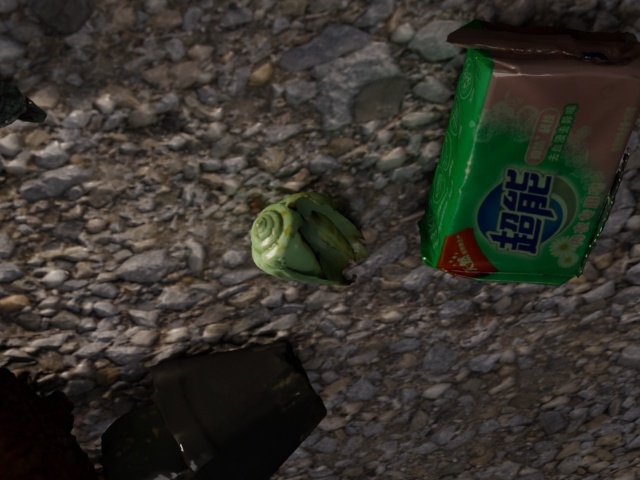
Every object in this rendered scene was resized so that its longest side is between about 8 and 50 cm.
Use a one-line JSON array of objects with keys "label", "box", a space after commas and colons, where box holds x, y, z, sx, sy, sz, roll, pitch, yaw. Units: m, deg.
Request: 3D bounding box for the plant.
[{"label": "plant", "box": [-0.122, 0.215, 1.390, 0.256, 0.164, 0.142, -25, 136, -2]}]

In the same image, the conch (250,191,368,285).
[{"label": "conch", "box": [0.000, 0.000, 1.259, 0.105, 0.079, 0.170, -32, 148, 28]}]

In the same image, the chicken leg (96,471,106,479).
[{"label": "chicken leg", "box": [-0.249, 0.332, 1.559, 0.253, 0.051, 0.106, -1, 141, -11]}]

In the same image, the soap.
[{"label": "soap", "box": [0.197, -0.085, 1.190, 0.217, 0.098, 0.273, 5, 132, -7]}]

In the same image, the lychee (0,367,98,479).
[{"label": "lychee", "box": [-0.359, 0.266, 1.317, 0.260, 0.261, 0.261, -6, 136, -6]}]

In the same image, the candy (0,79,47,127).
[{"label": "candy", "box": [-0.325, -0.130, 1.078, 0.175, 0.045, 0.043, 17, 145, -25]}]
